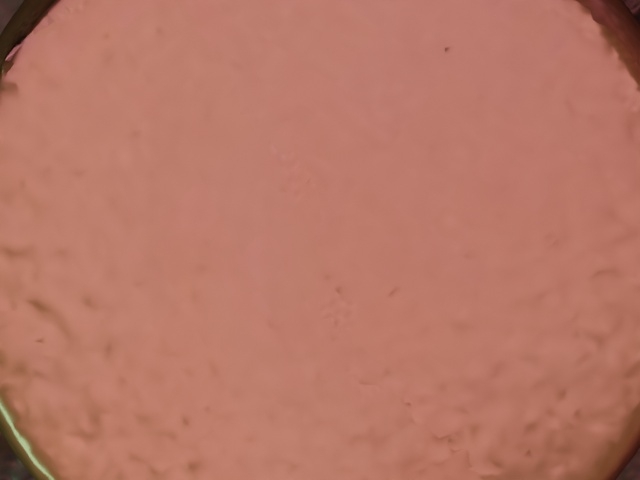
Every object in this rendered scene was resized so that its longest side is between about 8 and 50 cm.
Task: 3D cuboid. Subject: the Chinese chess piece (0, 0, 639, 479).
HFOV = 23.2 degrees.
[{"bbox_3d":[0.000,0.000,0.560,0.273,0.102,0.273,0,98,1],"label":"Chinese chess piece"}]
